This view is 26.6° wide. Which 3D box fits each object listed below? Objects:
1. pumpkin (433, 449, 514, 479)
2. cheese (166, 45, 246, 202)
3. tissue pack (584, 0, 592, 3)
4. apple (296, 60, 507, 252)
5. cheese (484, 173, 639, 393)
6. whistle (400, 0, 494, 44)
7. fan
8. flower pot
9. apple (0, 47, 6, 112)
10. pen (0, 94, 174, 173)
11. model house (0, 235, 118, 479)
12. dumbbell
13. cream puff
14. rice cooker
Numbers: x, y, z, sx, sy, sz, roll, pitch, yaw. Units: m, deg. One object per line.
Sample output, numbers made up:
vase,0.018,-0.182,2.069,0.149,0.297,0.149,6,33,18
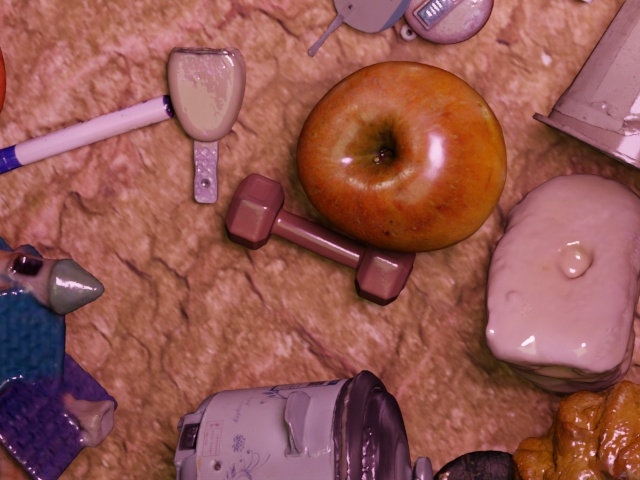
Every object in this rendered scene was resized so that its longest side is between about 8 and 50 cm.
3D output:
pumpkin,0.211,0.347,1.657,0.190,0.146,0.190,3,106,11
cheese,-0.138,-0.139,1.632,0.097,0.037,0.192,5,106,9
tissue pack,0.290,-0.313,1.509,0.062,0.042,0.083,21,108,1
apple,0.097,-0.090,1.538,0.236,0.207,0.237,0,89,19
cheese,0.289,0.055,1.568,0.173,0.251,0.248,7,71,21
whistle,0.174,-0.301,1.525,0.220,0.057,0.107,-40,94,15
fan,0.040,-0.274,1.562,0.175,0.005,0.113,-45,69,30
flower pot,0.370,-0.169,1.463,0.212,0.212,0.203,29,100,0
apple,-0.496,-0.178,1.575,0.271,0.251,0.206,-28,118,4
pen,-0.304,-0.126,1.667,0.269,0.033,0.033,-16,103,14
model house,-0.395,0.161,1.652,0.280,0.245,0.312,12,114,13
dumbbell,0.000,0.000,1.626,0.230,0.092,0.082,23,138,2
cream puff,0.326,0.282,1.510,0.196,0.244,0.244,-31,102,-28
rice cooker,-0.012,0.291,1.620,0.316,0.264,0.317,5,132,6
